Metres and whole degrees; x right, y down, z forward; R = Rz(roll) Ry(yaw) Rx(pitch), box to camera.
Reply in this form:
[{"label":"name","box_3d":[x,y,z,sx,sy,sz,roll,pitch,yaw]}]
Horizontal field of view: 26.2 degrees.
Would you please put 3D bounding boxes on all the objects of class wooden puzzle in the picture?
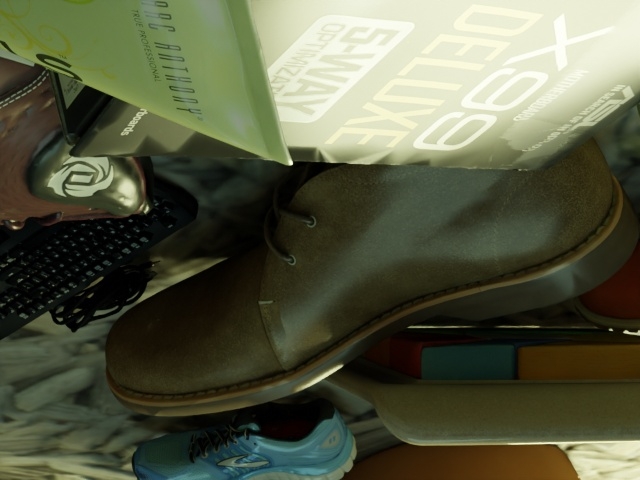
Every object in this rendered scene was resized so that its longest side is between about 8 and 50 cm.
[{"label":"wooden puzzle","box_3d":[0.117,0.071,0.794,0.220,0.044,0.238,1,-176,-10]}]

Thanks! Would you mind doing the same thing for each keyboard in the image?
[{"label":"keyboard","box_3d":[-0.142,0.022,0.773,0.100,0.038,0.192,22,142,-40]}]

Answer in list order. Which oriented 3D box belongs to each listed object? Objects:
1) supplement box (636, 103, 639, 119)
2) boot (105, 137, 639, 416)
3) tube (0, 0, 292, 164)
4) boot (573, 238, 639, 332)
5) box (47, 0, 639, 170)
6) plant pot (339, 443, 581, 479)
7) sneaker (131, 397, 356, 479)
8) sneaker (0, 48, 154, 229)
[{"label":"supplement box","box_3d":[0.184,-0.076,0.600,0.083,0.083,0.056,7,148,-21]},{"label":"boot","box_3d":[0.000,0.000,0.718,0.305,0.112,0.115,-22,127,21]},{"label":"tube","box_3d":[-0.112,-0.096,0.410,0.240,0.062,0.070,26,-165,23]},{"label":"boot","box_3d":[0.211,-0.001,0.775,0.158,0.059,0.085,-20,140,17]},{"label":"box","box_3d":[0.079,-0.129,0.448,0.242,0.077,0.307,0,153,-38]},{"label":"plant pot","box_3d":[0.119,0.285,1.109,0.290,0.204,0.291,-4,151,-2]},{"label":"sneaker","box_3d":[-0.058,0.140,0.991,0.162,0.063,0.073,-11,133,2]},{"label":"sneaker","box_3d":[-0.167,-0.013,0.642,0.162,0.106,0.281,9,147,-29]}]
